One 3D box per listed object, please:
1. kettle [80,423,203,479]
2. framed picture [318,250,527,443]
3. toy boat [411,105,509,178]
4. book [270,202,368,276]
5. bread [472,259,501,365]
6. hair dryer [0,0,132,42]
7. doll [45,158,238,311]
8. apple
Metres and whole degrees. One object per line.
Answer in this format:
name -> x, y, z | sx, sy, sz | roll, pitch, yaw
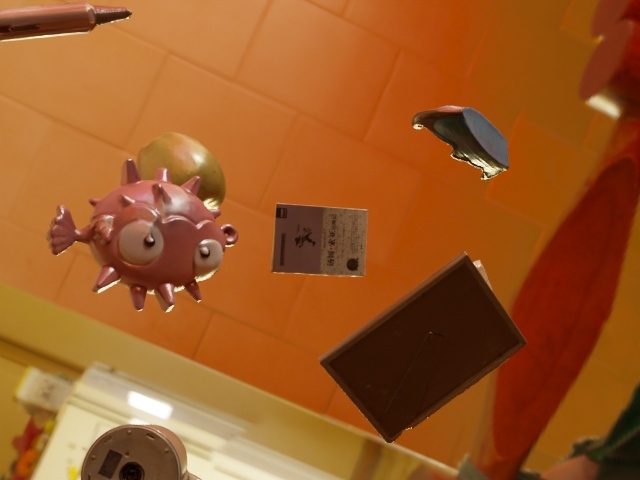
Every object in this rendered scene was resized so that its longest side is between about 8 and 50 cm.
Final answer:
kettle -> -0.177, 0.241, 0.954 | 0.148, 0.127, 0.098 | 107, 159, -79
framed picture -> 0.171, 0.180, 1.458 | 0.289, 0.211, 0.020 | -37, 24, 2
toy boat -> 0.211, -0.151, 1.347 | 0.077, 0.185, 0.075 | -16, 62, 34
book -> 0.000, 0.000, 1.636 | 0.014, 0.181, 0.127 | -176, 90, -72
bread -> 0.281, 0.123, 1.535 | 0.077, 0.105, 0.152 | -26, -53, -40
hair dryer -> -0.316, -0.207, 0.948 | 0.053, 0.220, 0.195 | 49, 132, 51
doll -> -0.233, -0.006, 1.208 | 0.093, 0.262, 0.211 | -37, 51, 54
apple -> -0.280, -0.114, 1.793 | 0.200, 0.200, 0.200 | -63, 9, 18
